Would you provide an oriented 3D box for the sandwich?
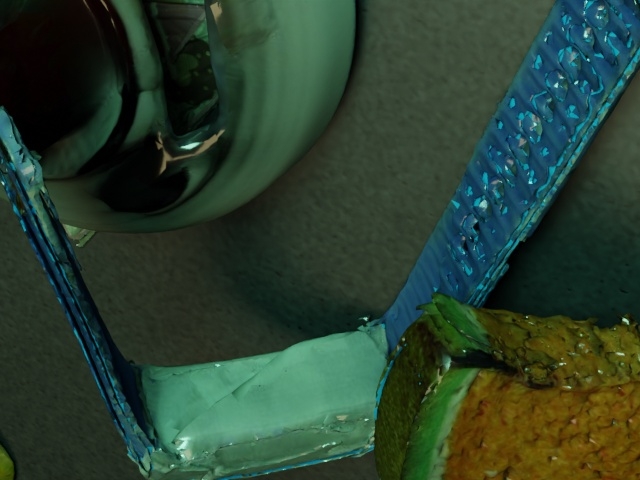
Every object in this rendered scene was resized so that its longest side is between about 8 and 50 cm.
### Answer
[{"bbox_3d":[0.092,0.087,0.813,0.159,0.079,0.235,-30,138,14],"label":"sandwich"}]

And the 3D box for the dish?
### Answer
[{"bbox_3d":[-0.133,-0.097,0.780,0.273,0.134,0.273,15,130,18],"label":"dish"}]

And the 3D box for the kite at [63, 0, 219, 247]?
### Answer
[{"bbox_3d":[-0.131,-0.118,0.862,0.268,0.013,0.323,9,129,25],"label":"kite"}]

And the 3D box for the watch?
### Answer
[{"bbox_3d":[0.012,0.001,0.800,0.276,0.068,0.274,-14,140,-3],"label":"watch"}]

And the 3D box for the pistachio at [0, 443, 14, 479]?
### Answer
[{"bbox_3d":[-0.280,0.124,1.131,0.173,0.049,0.089,33,137,4],"label":"pistachio"}]
